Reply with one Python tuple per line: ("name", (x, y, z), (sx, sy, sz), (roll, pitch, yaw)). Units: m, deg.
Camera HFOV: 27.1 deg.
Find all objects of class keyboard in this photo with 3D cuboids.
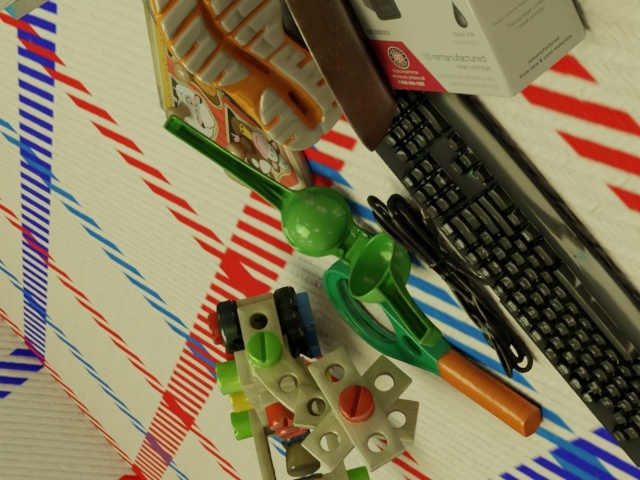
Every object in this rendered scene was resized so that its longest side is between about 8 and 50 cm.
("keyboard", (0.124, 0.025, 0.893), (0.317, 0.033, 0.201), (51, 159, 1))

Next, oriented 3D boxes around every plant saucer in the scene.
("plant saucer", (0.006, -0.133, 0.779), (0.168, 0.029, 0.168), (65, -172, 0))

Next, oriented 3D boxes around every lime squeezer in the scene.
("lime squeezer", (0.000, 0.000, 1.013), (0.310, 0.110, 0.059), (40, 117, 35))

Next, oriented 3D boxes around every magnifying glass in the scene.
("magnifying glass", (0.086, 0.086, 1.083), (0.231, 0.026, 0.092), (36, 155, 37))

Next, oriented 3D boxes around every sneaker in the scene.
("sneaker", (-0.063, -0.142, 0.888), (0.083, 0.084, 0.215), (47, 176, 40))

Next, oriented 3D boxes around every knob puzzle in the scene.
("knob puzzle", (-0.082, -0.100, 1.100), (0.213, 0.030, 0.213), (41, 157, 22))

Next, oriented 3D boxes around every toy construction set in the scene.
("toy construction set", (-0.019, 0.165, 1.212), (0.327, 0.151, 0.215), (112, 147, -64))

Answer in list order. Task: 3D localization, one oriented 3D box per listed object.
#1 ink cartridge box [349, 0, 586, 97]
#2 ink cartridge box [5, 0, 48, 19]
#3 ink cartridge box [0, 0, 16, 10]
("ink cartridge box", (0.056, -0.155, 0.686), (0.109, 0.063, 0.150), (15, 140, 57))
("ink cartridge box", (-0.314, -0.310, 1.151), (0.231, 0.078, 0.134), (39, 155, 29))
("ink cartridge box", (-0.147, -0.244, 0.792), (0.128, 0.176, 0.127), (55, 156, -14))
